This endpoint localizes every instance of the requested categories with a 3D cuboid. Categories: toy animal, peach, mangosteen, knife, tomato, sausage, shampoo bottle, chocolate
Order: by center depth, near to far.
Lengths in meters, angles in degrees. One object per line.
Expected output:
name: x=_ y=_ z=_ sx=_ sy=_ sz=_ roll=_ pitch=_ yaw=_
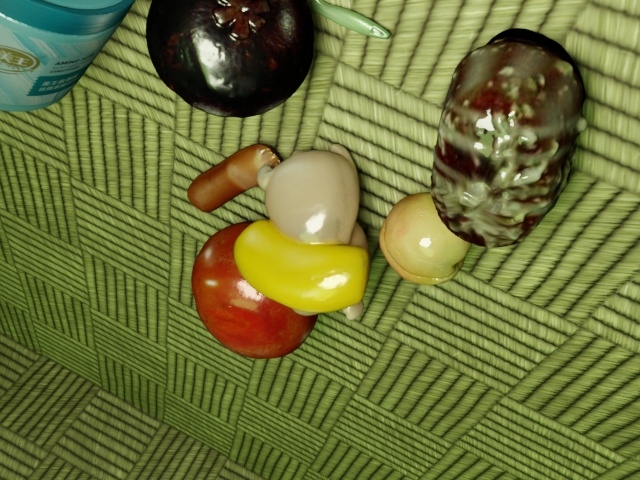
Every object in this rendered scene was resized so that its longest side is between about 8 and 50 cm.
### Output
chocolate: x=0.285 y=-0.134 z=0.873 sx=0.225 sy=0.210 sz=0.340 roll=16 pitch=135 yaw=21
mangosteen: x=-0.152 y=-0.336 z=0.910 sx=0.287 sy=0.287 sz=0.233 roll=2 pitch=131 yaw=29
knife: x=-0.013 y=-0.406 z=0.933 sx=0.293 sy=0.020 sz=0.043 roll=26 pitch=145 yaw=10
shampoo bottle: x=-0.537 y=-0.447 z=0.972 sx=0.342 sy=0.331 sz=0.331 roll=-24 pitch=114 yaw=44
peach: x=0.204 y=-0.007 z=1.066 sx=0.184 sy=0.184 sz=0.184 roll=16 pitch=135 yaw=17
toy animal: x=-0.021 y=0.001 z=1.144 sx=0.277 sy=0.345 sz=0.247 roll=-15 pitch=166 yaw=20
sausage: x=-0.197 y=-0.143 z=1.240 sx=0.300 sy=0.083 sz=0.089 roll=-22 pitch=110 yaw=38
tomato: x=-0.152 y=0.120 z=1.320 sx=0.289 sy=0.293 sz=0.325 roll=-12 pitch=118 yaw=20
